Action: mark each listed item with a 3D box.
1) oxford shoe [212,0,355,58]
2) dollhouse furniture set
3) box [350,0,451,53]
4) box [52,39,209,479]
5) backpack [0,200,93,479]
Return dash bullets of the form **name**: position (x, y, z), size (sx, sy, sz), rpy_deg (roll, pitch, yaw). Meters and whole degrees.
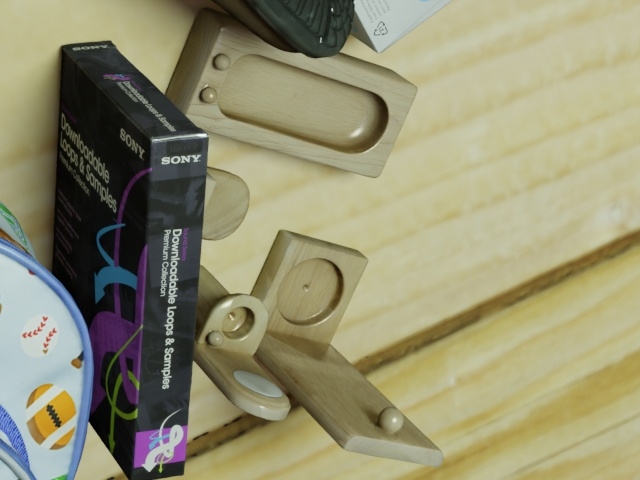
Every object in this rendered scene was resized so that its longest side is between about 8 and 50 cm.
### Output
- **oxford shoe**: position (-0.073, -0.152, 0.738), size (0.227, 0.096, 0.083), rpy_deg (43, 47, -29)
- **dollhouse furniture set**: position (0.000, 0.000, 0.830), size (0.144, 0.123, 0.151), rpy_deg (15, 107, -35)
- **box**: position (0.062, -0.196, 0.818), size (0.186, 0.038, 0.145), rpy_deg (-38, 126, -9)
- **box**: position (-0.087, 0.007, 0.790), size (0.029, 0.116, 0.162), rpy_deg (-5, 116, -26)
- **backpack**: position (-0.217, 0.089, 0.713), size (0.276, 0.213, 0.263), rpy_deg (11, 98, -31)
